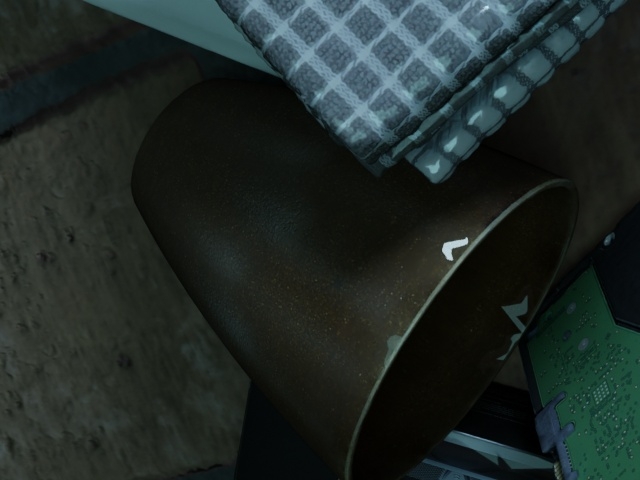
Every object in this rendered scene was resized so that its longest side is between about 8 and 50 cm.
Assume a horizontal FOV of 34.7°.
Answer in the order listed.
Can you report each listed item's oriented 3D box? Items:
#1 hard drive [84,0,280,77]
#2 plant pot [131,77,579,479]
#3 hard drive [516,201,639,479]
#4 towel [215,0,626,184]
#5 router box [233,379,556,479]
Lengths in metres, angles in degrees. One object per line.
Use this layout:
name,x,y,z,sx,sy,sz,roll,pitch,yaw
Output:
hard drive,-0.080,-0.245,0.630,0.353,0.047,0.233,22,116,7
plant pot,0.000,0.000,0.632,0.230,0.215,0.215,34,119,25
hard drive,0.247,0.019,0.536,0.064,0.237,0.339,31,117,-17
towel,0.027,-0.196,0.486,0.235,0.121,0.283,-43,79,8
router box,0.087,0.221,0.751,0.309,0.081,0.242,16,115,10
